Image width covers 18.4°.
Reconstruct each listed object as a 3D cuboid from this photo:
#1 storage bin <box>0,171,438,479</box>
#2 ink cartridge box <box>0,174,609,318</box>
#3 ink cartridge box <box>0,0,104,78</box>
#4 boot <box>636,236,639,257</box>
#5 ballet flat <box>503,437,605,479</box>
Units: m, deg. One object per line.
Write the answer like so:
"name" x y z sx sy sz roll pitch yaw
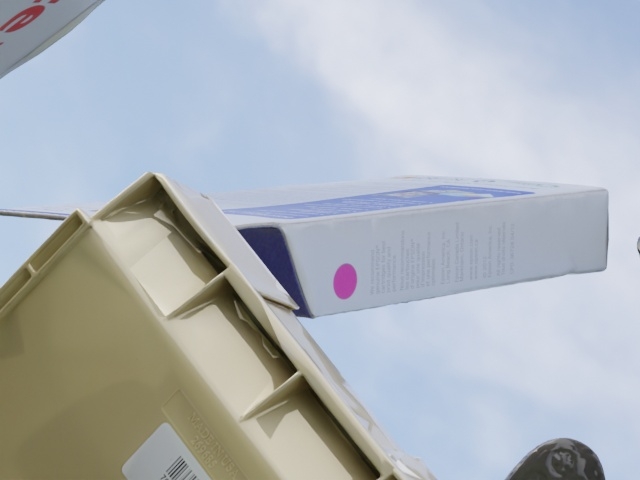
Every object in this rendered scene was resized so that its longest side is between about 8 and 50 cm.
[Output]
"storage bin" -0.072 0.150 0.875 0.262 0.260 0.123 51 12 27
"ink cartridge box" 0.000 0.000 1.201 0.176 0.371 0.069 5 -84 42
"ink cartridge box" -0.150 -0.092 0.423 0.114 0.197 0.273 61 23 9
"boot" 0.325 0.069 1.335 0.083 0.161 0.246 40 30 -64
"ballet flat" 0.139 0.260 1.407 0.084 0.249 0.058 17 -5 3
